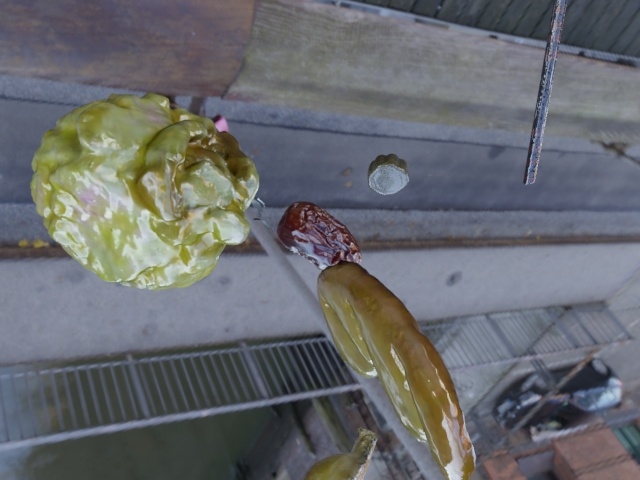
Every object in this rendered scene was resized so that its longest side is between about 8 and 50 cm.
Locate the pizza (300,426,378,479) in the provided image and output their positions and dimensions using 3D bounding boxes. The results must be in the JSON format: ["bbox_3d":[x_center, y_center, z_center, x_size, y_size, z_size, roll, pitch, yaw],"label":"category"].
[{"bbox_3d":[0.016,0.339,0.944,0.188,0.081,0.204,84,27,-59],"label":"pizza"}]

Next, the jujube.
[{"bbox_3d":[0.000,0.000,0.950,0.077,0.129,0.077,-51,176,-5],"label":"jujube"}]

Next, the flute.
[{"bbox_3d":[0.222,-0.183,0.653,0.014,0.014,0.269,-8,114,-27],"label":"flute"}]

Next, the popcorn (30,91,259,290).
[{"bbox_3d":[-0.185,-0.057,0.764,0.259,0.212,0.259,7,127,9],"label":"popcorn"}]

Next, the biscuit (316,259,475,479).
[{"bbox_3d":[0.067,0.115,0.724,0.045,0.299,0.154,-19,116,-17],"label":"biscuit"}]

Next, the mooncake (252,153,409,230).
[{"bbox_3d":[-0.009,-0.062,1.012,0.057,0.347,0.150,-57,135,-32],"label":"mooncake"}]
